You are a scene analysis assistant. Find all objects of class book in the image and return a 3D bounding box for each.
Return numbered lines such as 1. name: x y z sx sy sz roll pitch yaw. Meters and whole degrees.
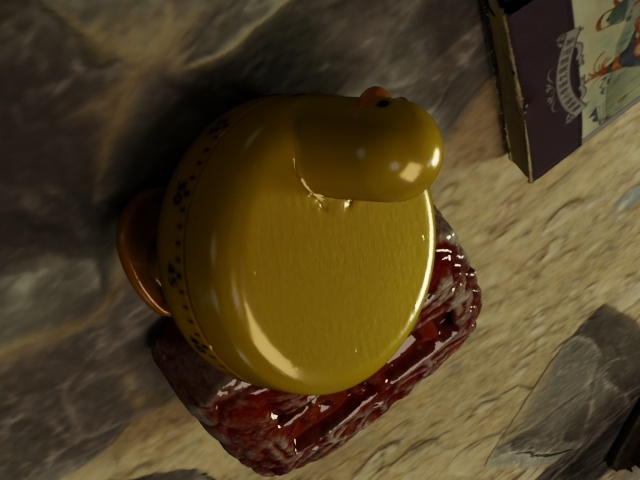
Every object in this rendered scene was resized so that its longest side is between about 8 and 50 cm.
1. book: 0.170 -0.125 0.660 0.231 0.026 0.157 -37 156 -4

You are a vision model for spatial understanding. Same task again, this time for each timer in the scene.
1. timer: 0.000 0.000 0.541 0.107 0.109 0.107 -6 99 -43

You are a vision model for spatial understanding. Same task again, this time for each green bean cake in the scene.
1. green bean cake: 0.005 0.042 0.689 0.135 0.056 0.136 -38 156 -3

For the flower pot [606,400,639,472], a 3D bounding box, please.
1. flower pot: 0.347 0.133 1.299 0.178 0.084 0.251 -28 155 -22
